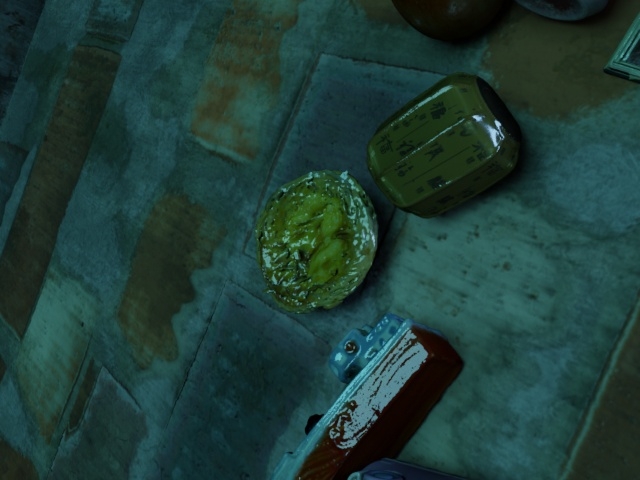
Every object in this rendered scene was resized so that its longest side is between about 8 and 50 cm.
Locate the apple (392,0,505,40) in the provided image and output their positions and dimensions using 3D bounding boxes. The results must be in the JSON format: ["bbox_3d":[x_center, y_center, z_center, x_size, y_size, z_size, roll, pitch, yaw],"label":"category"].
[{"bbox_3d":[0.185,-0.388,0.850,0.181,0.168,0.181,-16,64,37],"label":"apple"}]

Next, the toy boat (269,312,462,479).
[{"bbox_3d":[0.039,0.241,0.823,0.332,0.145,0.133,-54,51,8],"label":"toy boat"}]

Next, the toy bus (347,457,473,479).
[{"bbox_3d":[0.139,0.352,0.714,0.202,0.142,0.142,0,79,41],"label":"toy bus"}]

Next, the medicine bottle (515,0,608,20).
[{"bbox_3d":[0.339,-0.417,0.746,0.147,0.147,0.247,30,99,40],"label":"medicine bottle"}]

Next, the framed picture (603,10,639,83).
[{"bbox_3d":[0.480,-0.280,0.677,0.197,0.014,0.252,38,103,39],"label":"framed picture"}]

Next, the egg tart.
[{"bbox_3d":[0.000,0.000,0.958,0.252,0.098,0.232,-53,58,22],"label":"egg tart"}]

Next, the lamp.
[{"bbox_3d":[0.166,-0.127,0.811,0.185,0.161,0.161,-35,59,29],"label":"lamp"}]
